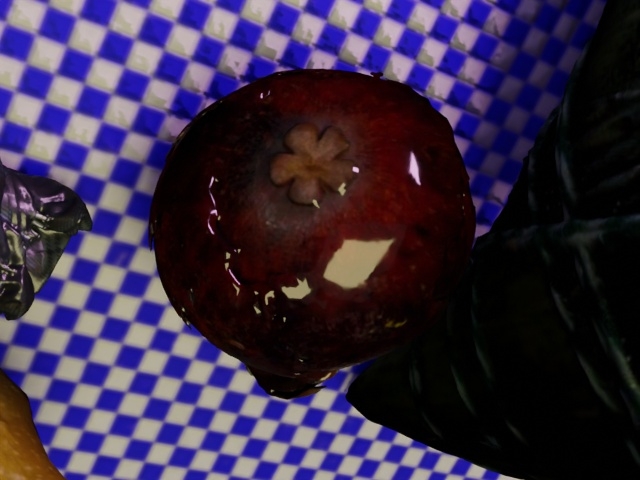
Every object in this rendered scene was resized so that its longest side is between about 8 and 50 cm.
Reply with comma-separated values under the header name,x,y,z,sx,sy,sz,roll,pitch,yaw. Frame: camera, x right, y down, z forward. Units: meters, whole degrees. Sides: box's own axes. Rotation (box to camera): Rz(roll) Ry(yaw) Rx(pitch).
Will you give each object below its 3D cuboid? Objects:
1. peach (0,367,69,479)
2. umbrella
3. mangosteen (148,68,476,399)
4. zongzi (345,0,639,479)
name,x,y,z,sx,sy,sz,roll,pitch,yaw
peach,-0.249,0.106,0.431,0.245,0.249,0.274,-25,149,31
umbrella,-0.206,-0.049,0.456,0.224,0.071,0.080,39,68,-29
mangosteen,0.000,0.000,0.527,0.166,0.166,0.180,-32,149,-5
zongzi,0.185,-0.021,0.507,0.319,0.383,0.362,-7,86,-8
